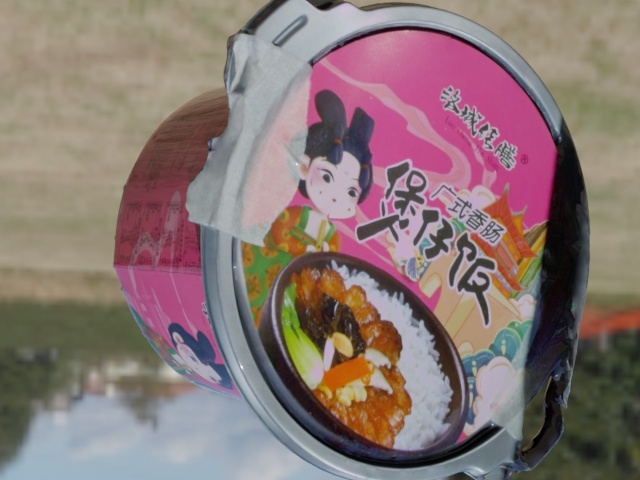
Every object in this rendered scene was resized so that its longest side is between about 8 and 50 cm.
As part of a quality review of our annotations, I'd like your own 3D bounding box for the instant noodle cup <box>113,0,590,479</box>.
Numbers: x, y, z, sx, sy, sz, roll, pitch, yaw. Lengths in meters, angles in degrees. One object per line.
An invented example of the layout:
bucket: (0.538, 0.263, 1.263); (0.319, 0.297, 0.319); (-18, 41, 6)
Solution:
instant noodle cup: (0.000, 0.000, 1.044); (0.258, 0.302, 0.181); (-33, -161, -31)
